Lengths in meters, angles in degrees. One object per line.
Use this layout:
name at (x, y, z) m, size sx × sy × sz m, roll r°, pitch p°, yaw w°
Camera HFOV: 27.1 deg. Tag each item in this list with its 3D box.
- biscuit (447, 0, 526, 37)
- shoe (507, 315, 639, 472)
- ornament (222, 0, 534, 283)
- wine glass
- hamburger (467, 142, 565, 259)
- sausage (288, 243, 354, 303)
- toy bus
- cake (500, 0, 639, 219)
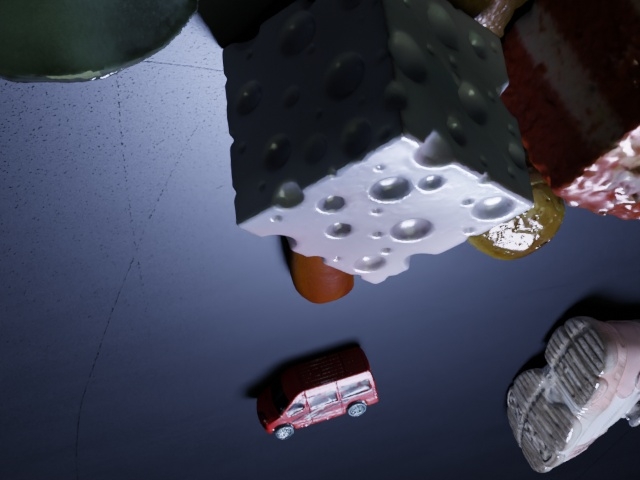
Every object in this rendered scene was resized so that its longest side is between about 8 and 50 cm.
biscuit at (0.159, -0.283, 1.547) m, size 0.250 × 0.035 × 0.162 m, roll -18°, pitch 142°, yaw -2°
shoe at (0.472, 0.271, 2.306) m, size 0.198 × 0.172 × 0.351 m, roll -4°, pitch 143°, yaw -26°
ornament at (0.060, -0.127, 1.492) m, size 0.240 × 0.239 × 0.240 m, roll -28°, pitch 145°, yaw 33°
wine glass at (-0.219, -0.362, 1.089) m, size 0.267 × 0.267 × 0.406 m, roll -7°, pitch 139°, yaw -17°
hamburger at (0.240, -0.049, 1.811) m, size 0.185 × 0.131 × 0.159 m, roll -15°, pitch 141°, yaw 0°
sausage at (0.000, 0.000, 1.802) m, size 0.089 × 0.083 × 0.300 m, roll -25°, pitch 147°, yaw -13°
toy bus at (-0.010, 0.241, 2.119) m, size 0.195 × 0.081 × 0.089 m, roll -17°, pitch 135°, yaw -4°
cake at (0.409, -0.201, 1.577) m, size 0.269 × 0.270 × 0.319 m, roll 11°, pitch 132°, yaw -36°
